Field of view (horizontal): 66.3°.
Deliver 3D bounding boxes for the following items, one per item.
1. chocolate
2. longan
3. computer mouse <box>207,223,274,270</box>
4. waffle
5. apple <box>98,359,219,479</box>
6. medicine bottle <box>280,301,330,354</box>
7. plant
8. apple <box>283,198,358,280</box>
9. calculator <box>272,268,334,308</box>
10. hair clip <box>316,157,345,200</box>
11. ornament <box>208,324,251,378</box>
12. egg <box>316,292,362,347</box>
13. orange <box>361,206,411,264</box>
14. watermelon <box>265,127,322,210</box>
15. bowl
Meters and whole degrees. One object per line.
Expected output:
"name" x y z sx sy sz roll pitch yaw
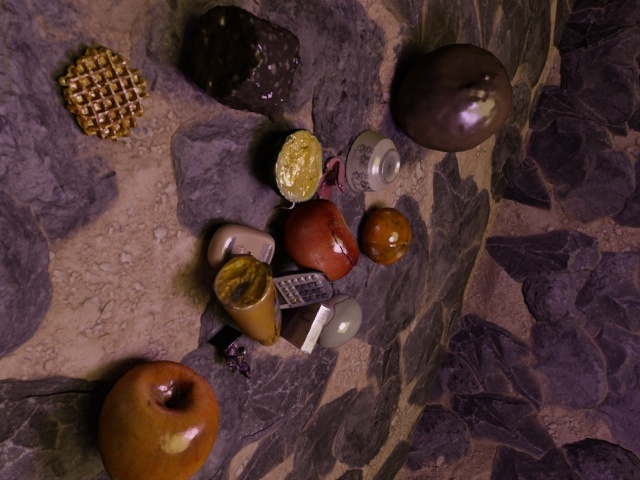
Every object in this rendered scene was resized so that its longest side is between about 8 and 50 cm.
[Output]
"chocolate" -0.184 0.203 1.459 0.162 0.162 0.445 -54 160 -21
"longan" 0.514 -0.536 1.858 0.436 0.404 0.404 -34 131 -37
"computer mouse" -0.230 0.026 1.414 0.236 0.082 0.145 11 99 -55
"waffle" -0.440 -0.300 1.015 0.191 0.038 0.191 -27 126 -44
"apple" -0.407 0.470 1.229 0.299 0.299 0.275 -19 145 -48
"medicine bottle" -0.057 0.278 1.673 0.052 0.201 0.171 29 83 -27
"plant" -0.154 -0.413 1.193 0.312 0.213 0.215 6 100 -64
"apple" 0.000 0.000 1.578 0.206 0.251 0.272 -25 141 10
"calculator" -0.083 0.156 1.555 0.177 0.268 0.040 64 23 -47
"hair clip" 0.029 -0.213 1.688 0.123 0.102 0.138 54 31 -52
"ornament" -0.271 0.362 1.532 0.088 0.081 0.203 -44 139 -30
"egg" 0.052 0.307 1.839 0.217 0.183 0.183 -43 138 -45
"orange" 0.271 -0.016 1.982 0.240 0.171 0.240 -25 125 -43
"watermelon" -0.090 -0.216 1.442 0.204 0.127 0.232 -12 114 -50
"bowl" 0.211 -0.283 1.814 0.238 0.126 0.237 -26 125 -45
